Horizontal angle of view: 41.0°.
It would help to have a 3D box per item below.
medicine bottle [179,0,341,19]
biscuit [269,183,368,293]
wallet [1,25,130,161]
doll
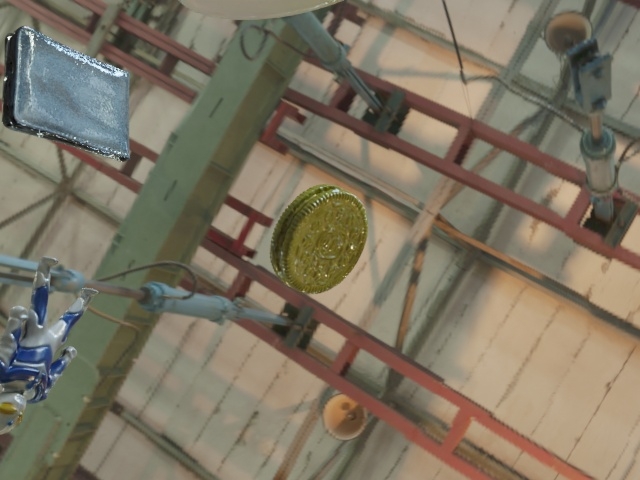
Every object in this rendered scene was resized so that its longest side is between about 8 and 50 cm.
[{"bbox_3d":[-0.055,-0.369,0.736,0.241,0.241,0.302,-11,-94,17],"label":"medicine bottle"},{"bbox_3d":[0.000,0.000,0.628,0.023,0.084,0.084,29,-88,39],"label":"biscuit"},{"bbox_3d":[-0.388,-0.223,1.323,0.036,0.222,0.167,-19,-112,36],"label":"wallet"},{"bbox_3d":[-0.333,0.140,0.991,0.057,0.114,0.227,7,-119,29],"label":"doll"}]
